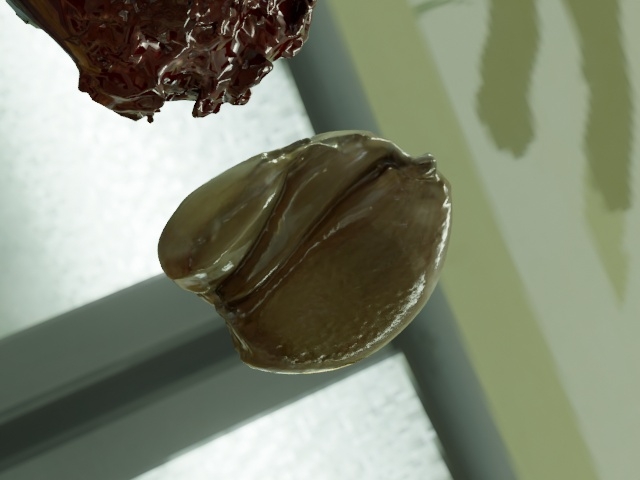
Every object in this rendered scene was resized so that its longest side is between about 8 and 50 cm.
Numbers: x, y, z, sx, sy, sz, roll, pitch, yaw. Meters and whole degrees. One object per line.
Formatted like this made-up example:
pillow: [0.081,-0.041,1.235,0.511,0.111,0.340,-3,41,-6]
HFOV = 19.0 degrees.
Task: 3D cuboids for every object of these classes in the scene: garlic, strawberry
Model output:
garlic: [0.000,0.000,1.560,0.217,0.228,0.110,55,4,-34]
strawberry: [-0.104,-0.222,1.301,0.220,0.274,0.274,-39,-104,49]
